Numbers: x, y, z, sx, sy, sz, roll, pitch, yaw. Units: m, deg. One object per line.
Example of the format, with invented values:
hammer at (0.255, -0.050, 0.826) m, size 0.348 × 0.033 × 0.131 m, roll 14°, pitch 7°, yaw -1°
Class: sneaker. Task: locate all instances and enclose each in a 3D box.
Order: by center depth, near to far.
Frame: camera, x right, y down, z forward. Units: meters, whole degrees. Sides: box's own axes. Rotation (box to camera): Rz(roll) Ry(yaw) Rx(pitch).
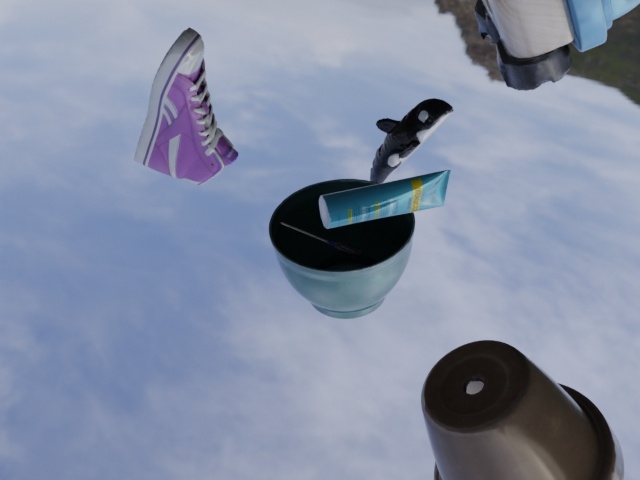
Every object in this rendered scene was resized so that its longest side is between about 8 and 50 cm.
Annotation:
sneaker at (-0.191, -0.203, 1.357) m, size 0.161 × 0.282 × 0.102 m, roll 26°, pitch -132°, yaw -1°

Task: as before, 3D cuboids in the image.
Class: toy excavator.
toy excavator at (0.427, -0.477, 1.274) m, size 0.445 × 0.222 × 0.433 m, roll -19°, pitch -139°, yaw 11°

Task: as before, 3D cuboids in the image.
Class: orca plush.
orca plush at (0.165, -0.225, 1.830) m, size 0.102 × 0.287 × 0.151 m, roll 46°, pitch -122°, yaw 2°

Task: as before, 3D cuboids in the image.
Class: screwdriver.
screwdriver at (0.000, 0.000, 1.639) m, size 0.170 × 0.025 × 0.024 m, roll 18°, pitch -159°, yaw 2°

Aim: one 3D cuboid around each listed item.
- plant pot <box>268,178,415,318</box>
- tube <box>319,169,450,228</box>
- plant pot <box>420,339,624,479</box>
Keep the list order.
plant pot at (0.051, 0.037, 1.749) m, size 0.293 × 0.196 × 0.293 m, roll -4°, pitch -140°, yaw 4°
tube at (0.102, -0.063, 1.323) m, size 0.207 × 0.080 × 0.052 m, roll -12°, pitch -125°, yaw -13°
plant pot at (0.249, 0.257, 1.137) m, size 0.263 × 0.229 × 0.263 m, roll -21°, pitch -144°, yaw 17°
